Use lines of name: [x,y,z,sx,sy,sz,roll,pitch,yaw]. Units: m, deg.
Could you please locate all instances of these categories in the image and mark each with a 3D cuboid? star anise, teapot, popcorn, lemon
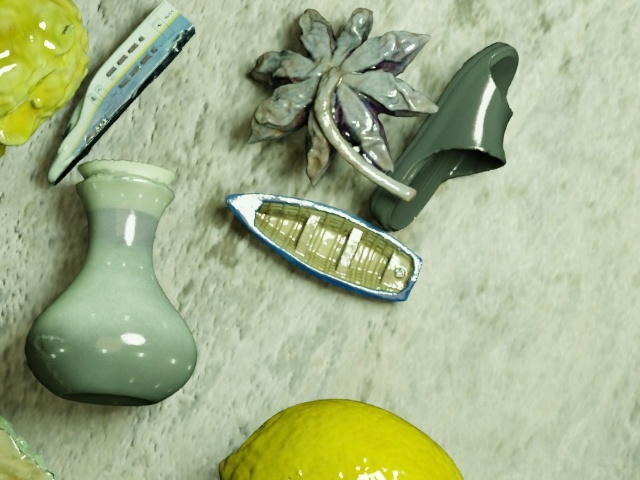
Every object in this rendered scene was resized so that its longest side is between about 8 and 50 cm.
star anise: [0.025,-0.153,1.726,0.230,0.081,0.262,-26,65,-1]
teapot: [-0.215,0.046,1.707,0.184,0.183,0.250,5,78,-4]
popcorn: [-0.363,-0.211,1.689,0.237,0.206,0.251,-7,57,9]
lemon: [0.030,0.290,1.676,0.267,0.267,0.267,0,89,-4]

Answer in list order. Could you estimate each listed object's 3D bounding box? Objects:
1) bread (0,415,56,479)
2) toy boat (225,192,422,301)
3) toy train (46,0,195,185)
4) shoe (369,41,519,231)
bread: [-0.402,0.232,1.734,0.232,0.064,0.172,-1,88,-6]
toy boat: [0.000,0.000,1.779,0.229,0.046,0.080,22,88,-3]
toy train: [-0.230,-0.160,1.763,0.051,0.052,0.234,42,87,1]
shoe: [0.158,-0.097,1.754,0.093,0.108,0.241,39,94,24]
